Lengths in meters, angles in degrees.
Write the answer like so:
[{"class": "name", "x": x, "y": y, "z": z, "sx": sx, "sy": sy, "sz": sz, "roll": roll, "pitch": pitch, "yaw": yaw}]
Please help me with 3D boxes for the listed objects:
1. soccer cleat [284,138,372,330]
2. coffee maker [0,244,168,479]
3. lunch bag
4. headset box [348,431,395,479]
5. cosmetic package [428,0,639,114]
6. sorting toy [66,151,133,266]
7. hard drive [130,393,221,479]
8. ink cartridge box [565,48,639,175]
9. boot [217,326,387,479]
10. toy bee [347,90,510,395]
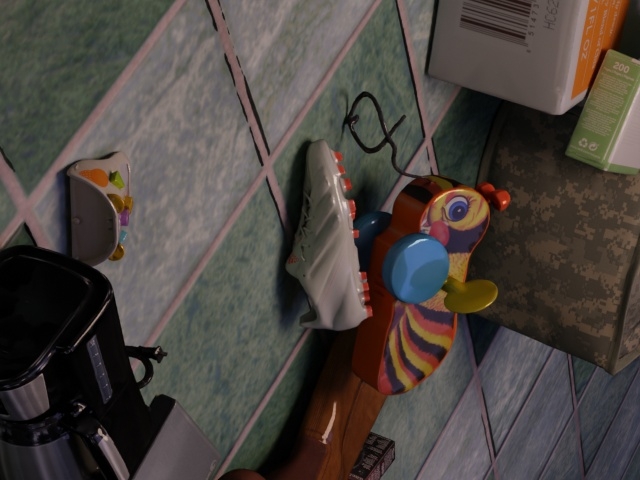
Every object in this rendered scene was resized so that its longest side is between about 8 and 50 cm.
[{"class": "soccer cleat", "x": 0.000, "y": 0.000, "z": 1.596, "sx": 0.068, "sy": 0.076, "sz": 0.196, "roll": -98, "pitch": 178, "yaw": -66}, {"class": "coffee maker", "x": -0.192, "y": 0.090, "z": 1.222, "sx": 0.178, "sy": 0.120, "sz": 0.171, "roll": 83, "pitch": 12, "yaw": -46}, {"class": "lunch bag", "x": 0.310, "y": -0.025, "z": 2.010, "sx": 0.169, "sy": 0.235, "sz": 0.287, "roll": -22, "pitch": 128, "yaw": -52}, {"class": "headset box", "x": 0.036, "y": 0.246, "z": 1.847, "sx": 0.083, "sy": 0.062, "sz": 0.032, "roll": -49, "pitch": 147, "yaw": -41}, {"class": "cosmetic package", "x": 0.300, "y": -0.320, "z": 1.862, "sx": 0.453, "sy": 0.162, "sz": 0.230, "roll": -35, "pitch": 139, "yaw": -53}, {"class": "sorting toy", "x": -0.160, "y": -0.029, "z": 1.275, "sx": 0.075, "sy": 0.045, "sz": 0.083, "roll": -68, "pitch": 165, "yaw": -57}, {"class": "hard drive", "x": -0.137, "y": 0.205, "z": 1.505, "sx": 0.094, "sy": 0.022, "sz": 0.135, "roll": -62, "pitch": 154, "yaw": -19}, {"class": "ink cartridge box", "x": 0.350, "y": -0.186, "z": 1.805, "sx": 0.171, "sy": 0.056, "sz": 0.235, "roll": 0, "pitch": 113, "yaw": -68}, {"class": "boot", "x": -0.005, "y": 0.201, "z": 1.696, "sx": 0.280, "sy": 0.096, "sz": 0.264, "roll": -63, "pitch": 149, "yaw": -23}, {"class": "toy bee", "x": 0.118, "y": 0.005, "z": 1.670, "sx": 0.162, "sy": 0.195, "sz": 0.298, "roll": -10, "pitch": 134, "yaw": -27}]
